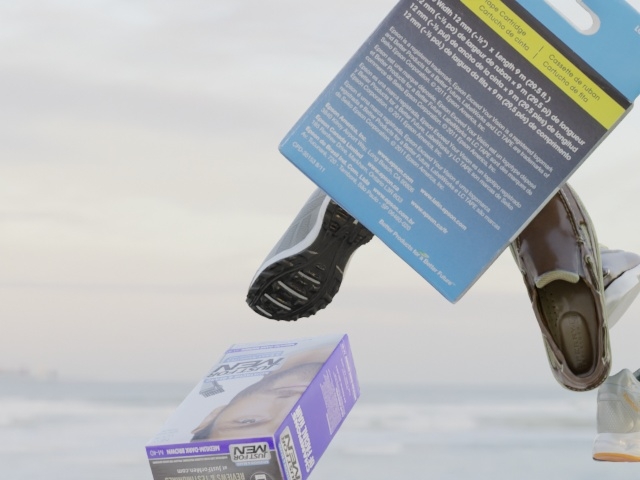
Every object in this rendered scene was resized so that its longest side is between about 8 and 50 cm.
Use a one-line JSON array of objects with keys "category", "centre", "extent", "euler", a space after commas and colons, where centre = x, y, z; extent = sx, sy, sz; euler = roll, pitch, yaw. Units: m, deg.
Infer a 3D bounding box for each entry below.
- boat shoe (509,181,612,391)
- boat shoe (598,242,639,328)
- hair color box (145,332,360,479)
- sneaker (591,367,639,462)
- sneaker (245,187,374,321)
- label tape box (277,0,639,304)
[{"category": "boat shoe", "centre": [0.261, 0.035, 1.868], "extent": [0.095, 0.257, 0.095], "euler": [-19, -7, 8]}, {"category": "boat shoe", "centre": [0.324, 0.054, 2.082], "extent": [0.096, 0.116, 0.324], "euler": [35, 12, 12]}, {"category": "hair color box", "centre": [-0.083, 0.241, 2.357], "extent": [0.185, 0.110, 0.339], "euler": [-7, 19, 20]}, {"category": "sneaker", "centre": [0.421, 0.190, 2.009], "extent": [0.262, 0.121, 0.099], "euler": [1, -6, -38]}, {"category": "sneaker", "centre": [0.001, 0.000, 2.293], "extent": [0.100, 0.271, 0.108], "euler": [33, 23, -19]}, {"category": "label tape box", "centre": [0.163, -0.146, 1.793], "extent": [0.249, 0.348, 0.115], "euler": [42, 13, 4]}]
